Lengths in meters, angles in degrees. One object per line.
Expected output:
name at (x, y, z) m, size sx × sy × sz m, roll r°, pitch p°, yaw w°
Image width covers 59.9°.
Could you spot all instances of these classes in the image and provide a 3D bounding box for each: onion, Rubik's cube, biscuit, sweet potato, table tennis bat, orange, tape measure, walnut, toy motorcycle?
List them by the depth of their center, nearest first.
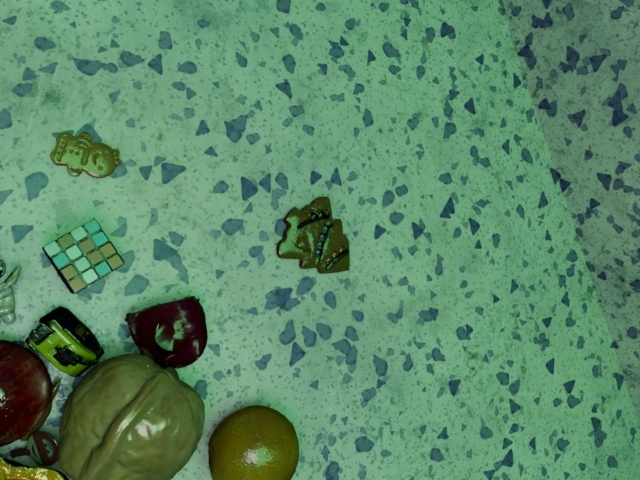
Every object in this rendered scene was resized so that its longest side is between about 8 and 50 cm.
onion at (-0.818, 0.378, 1.373) m, size 0.276 × 0.276 × 0.276 m, roll 2°, pitch 85°, yaw -27°
toy motorcycle at (-0.869, 0.162, 1.462) m, size 0.151 × 0.074 × 0.228 m, roll 31°, pitch 72°, yaw -24°
table tennis bat at (-0.753, 0.552, 1.467) m, size 0.155 × 0.019 × 0.098 m, roll -14°, pitch 96°, yaw 16°
walnut at (-0.501, 0.491, 1.473) m, size 0.381 × 0.381 × 0.381 m, roll 2°, pitch 85°, yaw -27°
tape measure at (-0.679, 0.278, 1.483) m, size 0.112 × 0.199 × 0.186 m, roll -42°, pitch 105°, yaw -4°
sweet potato at (-0.756, 0.455, 1.505) m, size 0.056 × 0.056 × 0.194 m, roll 31°, pitch 82°, yaw -21°
Rubik's cube at (-0.656, 0.045, 1.532) m, size 0.155 × 0.154 × 0.151 m, roll -36°, pitch 101°, yaw -25°
onion at (-0.423, 0.273, 1.602) m, size 0.216 × 0.206 × 0.206 m, roll -20°, pitch 95°, yaw -26°
biscuit at (-0.681, -0.242, 1.611) m, size 0.184 × 0.027 × 0.133 m, roll 31°, pitch 72°, yaw -22°
orange at (-0.200, 0.632, 1.660) m, size 0.274 × 0.274 × 0.274 m, roll 2°, pitch 85°, yaw -27°
biscuit at (0.001, 0.000, 1.925) m, size 0.301 × 0.043 × 0.278 m, roll 40°, pitch 70°, yaw -19°

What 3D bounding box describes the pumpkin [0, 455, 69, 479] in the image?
pumpkin at (-0.795, 0.662, 1.363) m, size 0.325 × 0.232 × 0.242 m, roll 32°, pitch 46°, yaw -19°
